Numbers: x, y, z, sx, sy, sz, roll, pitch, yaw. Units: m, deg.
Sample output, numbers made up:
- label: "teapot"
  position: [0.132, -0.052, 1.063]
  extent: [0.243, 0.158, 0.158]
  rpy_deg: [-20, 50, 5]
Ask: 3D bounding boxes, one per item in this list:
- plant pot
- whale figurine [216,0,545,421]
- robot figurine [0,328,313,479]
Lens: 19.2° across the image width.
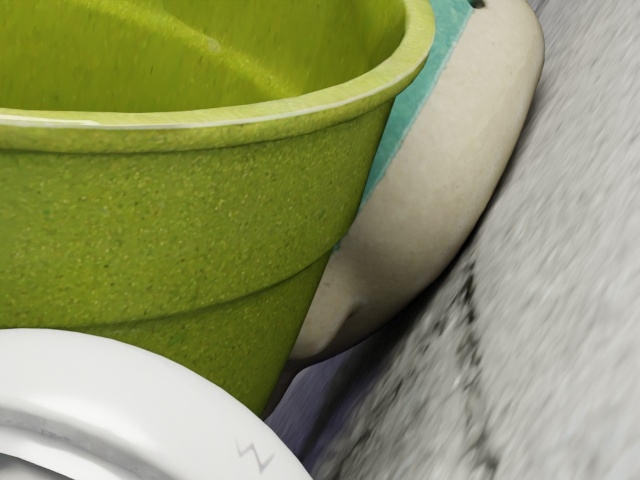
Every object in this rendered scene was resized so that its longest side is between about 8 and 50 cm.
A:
- label: "plant pot"
  position: [-0.175, 0.041, 0.720]
  extent: [0.366, 0.367, 0.353]
  rpy_deg: [-68, -8, -65]
- label: "whale figurine"
  position: [-0.010, -0.025, 0.891]
  extent: [0.272, 0.141, 0.216]
  rpy_deg: [-54, 6, 38]
- label: "robot figurine"
  position: [-0.092, 0.149, 0.455]
  extent: [0.278, 0.209, 0.173]
  rpy_deg: [-64, -11, -45]
